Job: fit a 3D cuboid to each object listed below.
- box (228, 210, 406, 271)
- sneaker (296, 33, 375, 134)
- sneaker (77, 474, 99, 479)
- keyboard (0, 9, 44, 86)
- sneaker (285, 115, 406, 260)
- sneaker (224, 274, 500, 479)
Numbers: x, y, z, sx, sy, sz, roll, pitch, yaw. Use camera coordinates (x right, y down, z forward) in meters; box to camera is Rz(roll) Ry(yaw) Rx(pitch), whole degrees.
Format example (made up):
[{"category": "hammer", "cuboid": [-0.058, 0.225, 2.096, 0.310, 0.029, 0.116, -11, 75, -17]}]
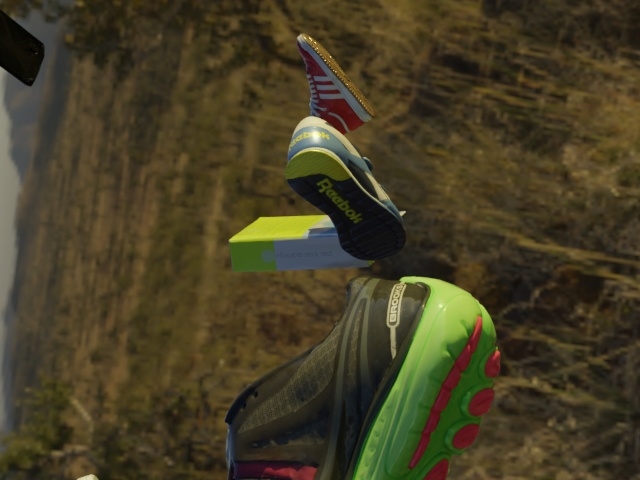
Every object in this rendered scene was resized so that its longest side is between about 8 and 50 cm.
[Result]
[{"category": "box", "cuboid": [0.000, 0.000, 1.306, 0.109, 0.178, 0.042, -43, -52, -69]}, {"category": "sneaker", "cuboid": [-0.003, -0.159, 1.250, 0.067, 0.118, 0.042, -35, 17, 19]}, {"category": "sneaker", "cuboid": [-0.300, 0.454, 1.652, 0.258, 0.091, 0.094, 62, 176, -10]}, {"category": "keyboard", "cuboid": [-0.386, -0.245, 1.271, 0.038, 0.192, 0.100, -32, 32, 32]}, {"category": "sneaker", "cuboid": [0.022, -0.039, 0.888, 0.144, 0.053, 0.059, 52, -158, -43]}, {"category": "sneaker", "cuboid": [-0.012, 0.244, 1.133, 0.202, 0.185, 0.482, 25, 74, 39]}]
